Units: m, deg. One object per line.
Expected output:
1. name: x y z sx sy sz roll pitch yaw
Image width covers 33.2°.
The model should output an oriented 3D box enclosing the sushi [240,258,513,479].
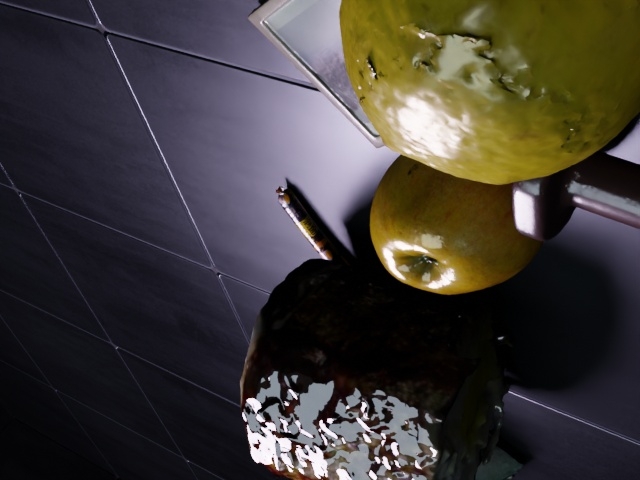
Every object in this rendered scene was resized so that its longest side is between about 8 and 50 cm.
1. sushi: 0.075 0.201 1.389 0.294 0.281 0.300 11 137 23

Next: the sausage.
1. sausage: 0.000 0.000 1.464 0.028 0.025 0.198 -9 128 46

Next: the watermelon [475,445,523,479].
1. watermelon: 0.133 0.338 1.681 0.302 0.151 0.264 41 153 -7

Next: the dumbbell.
1. dumbbell: 0.292 -0.036 0.954 0.225 0.124 0.140 22 149 28

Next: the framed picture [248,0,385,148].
1. framed picture: 0.059 -0.197 1.076 0.213 0.016 0.289 44 156 -15

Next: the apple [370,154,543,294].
1. apple: 0.140 -0.024 1.119 0.182 0.155 0.182 29 149 20

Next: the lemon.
1. lemon: 0.137 -0.167 0.805 0.260 0.260 0.284 44 148 -11
